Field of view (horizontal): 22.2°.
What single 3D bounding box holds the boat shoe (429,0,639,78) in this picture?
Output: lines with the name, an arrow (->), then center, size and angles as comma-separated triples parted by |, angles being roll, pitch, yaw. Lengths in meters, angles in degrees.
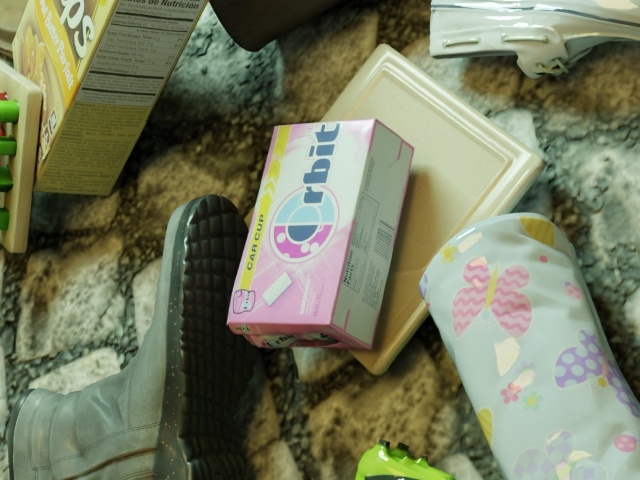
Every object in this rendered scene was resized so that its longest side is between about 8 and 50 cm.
boat shoe -> 0.187, -0.168, 1.331 | 0.226, 0.083, 0.076 | 13, 96, 43

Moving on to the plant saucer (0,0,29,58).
plant saucer -> -0.271, -0.320, 1.719 | 0.278, 0.041, 0.278 | -14, 62, 28

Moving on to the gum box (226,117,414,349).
gum box -> 0.000, 0.000, 1.328 | 0.107, 0.062, 0.188 | -1, 67, 38

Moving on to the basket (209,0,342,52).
basket -> 0.013, -0.297, 1.452 | 0.227, 0.154, 0.204 | -18, 65, 23

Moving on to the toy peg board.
toy peg board -> -0.337, -0.087, 1.568 | 0.160, 0.079, 0.161 | 33, 118, 56

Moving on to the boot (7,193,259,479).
boot -> -0.173, 0.130, 1.391 | 0.223, 0.118, 0.338 | -5, 73, 33

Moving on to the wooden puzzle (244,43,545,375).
wooden puzzle -> 0.054, -0.029, 1.375 | 0.221, 0.044, 0.238 | -52, 47, 5

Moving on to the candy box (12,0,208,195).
candy box -> -0.198, -0.201, 1.485 | 0.316, 0.087, 0.183 | 125, 140, -50

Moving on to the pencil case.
pencil case -> 0.171, 0.109, 1.187 | 0.124, 0.113, 0.273 | -27, 57, 5

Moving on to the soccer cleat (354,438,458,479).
soccer cleat -> 0.093, 0.212, 1.234 | 0.179, 0.060, 0.072 | 23, 93, 45
